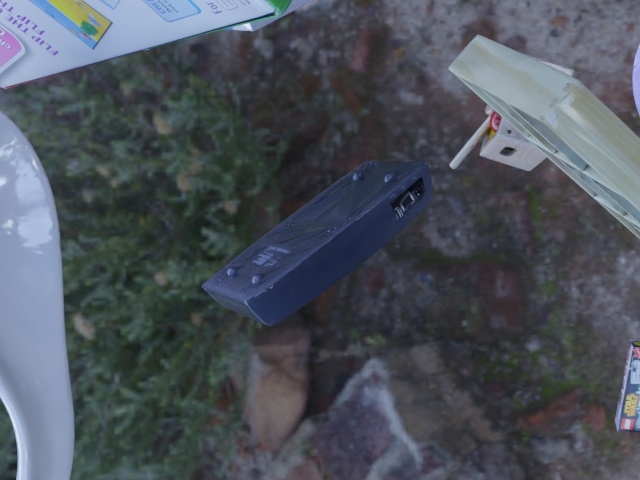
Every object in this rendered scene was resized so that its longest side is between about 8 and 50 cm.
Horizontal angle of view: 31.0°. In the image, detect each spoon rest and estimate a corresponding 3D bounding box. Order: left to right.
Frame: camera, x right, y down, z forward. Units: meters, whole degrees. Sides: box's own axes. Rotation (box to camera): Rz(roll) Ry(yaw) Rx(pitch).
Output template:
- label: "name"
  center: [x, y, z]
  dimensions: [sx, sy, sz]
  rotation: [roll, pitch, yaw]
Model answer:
- label: "spoon rest"
  center: [-0.191, 0.049, 0.662]
  dimensions: [0.084, 0.137, 0.276]
  rotation: [-9, 87, 28]

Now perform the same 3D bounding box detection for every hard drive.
- label: "hard drive"
  center: [0.000, 0.000, 1.288]
  dimensions: [0.054, 0.254, 0.172]
  rotation: [57, 163, -17]

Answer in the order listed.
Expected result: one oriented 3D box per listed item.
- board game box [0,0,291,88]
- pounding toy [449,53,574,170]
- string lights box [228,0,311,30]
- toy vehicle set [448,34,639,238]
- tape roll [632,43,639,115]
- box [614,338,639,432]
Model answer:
- label: "board game box"
  center: [-0.179, -0.192, 0.596]
  dimensions: [0.316, 0.242, 0.064]
  rotation: [0, 56, 51]
- label: "pounding toy"
  center: [0.241, -0.152, 1.473]
  dimensions: [0.141, 0.100, 0.130]
  rotation: [119, 169, -79]
- label: "string lights box"
  center: [-0.104, -0.280, 1.201]
  dimensions: [0.259, 0.133, 0.077]
  rotation: [15, 131, 52]
- label: "toy vehicle set"
  center: [0.227, -0.045, 0.864]
  dimensions: [0.035, 0.267, 0.166]
  rotation: [-50, 24, 6]
- label: "tape roll"
  center: [0.456, -0.183, 1.313]
  dimensions: [0.189, 0.080, 0.189]
  rotation: [25, 124, 44]
- label: "box"
  center: [0.475, 0.209, 1.639]
  dimensions: [0.027, 0.094, 0.137]
  rotation: [-82, -5, -68]
